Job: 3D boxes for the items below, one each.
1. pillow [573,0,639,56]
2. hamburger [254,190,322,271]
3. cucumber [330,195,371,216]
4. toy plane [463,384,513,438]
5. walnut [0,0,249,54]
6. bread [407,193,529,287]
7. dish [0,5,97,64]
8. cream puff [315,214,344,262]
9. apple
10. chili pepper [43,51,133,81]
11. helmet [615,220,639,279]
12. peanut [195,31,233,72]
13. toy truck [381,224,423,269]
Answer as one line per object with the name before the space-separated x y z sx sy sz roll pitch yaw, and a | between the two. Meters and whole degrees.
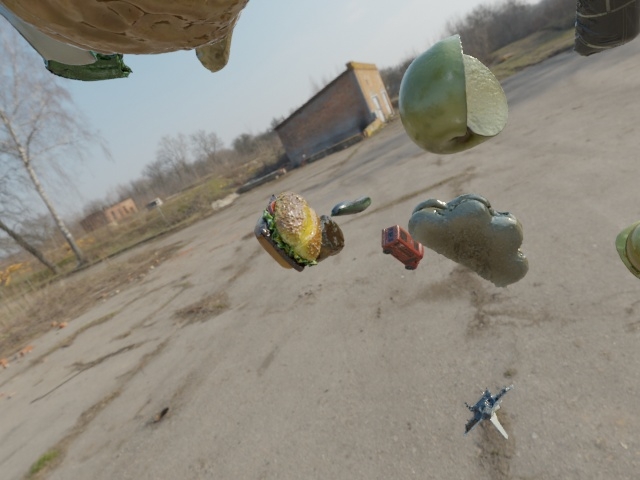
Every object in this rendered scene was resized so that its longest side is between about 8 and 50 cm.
pillow | 0.695 -0.600 0.966 0.161 0.335 0.092 -18 53 23
hamburger | -0.047 -0.023 0.743 0.087 0.137 0.166 -33 25 20
cucumber | 0.114 -0.117 1.372 0.056 0.056 0.284 -16 4 33
toy plane | 0.383 0.377 0.919 0.160 0.082 0.234 -52 -16 10
walnut | -0.150 -0.236 0.287 0.213 0.213 0.213 -24 14 6
bread | 0.403 -0.014 1.039 0.183 0.337 0.102 -59 4 40
dish | -0.542 -0.420 0.754 0.078 0.246 0.224 -44 7 -11
cream puff | 0.000 0.000 0.999 0.094 0.116 0.122 -33 36 37
apple | 0.333 -0.370 1.073 0.295 0.257 0.233 -5 -13 -46
chili pepper | -0.664 -0.509 1.152 0.224 0.098 0.061 -14 45 -32
helmet | 1.001 0.009 1.168 0.205 0.140 0.257 -36 46 16
peanut | -0.214 -0.463 0.833 0.214 0.099 0.099 -61 -2 25
toy truck | 0.380 0.035 1.800 0.114 0.253 0.107 -26 45 38
